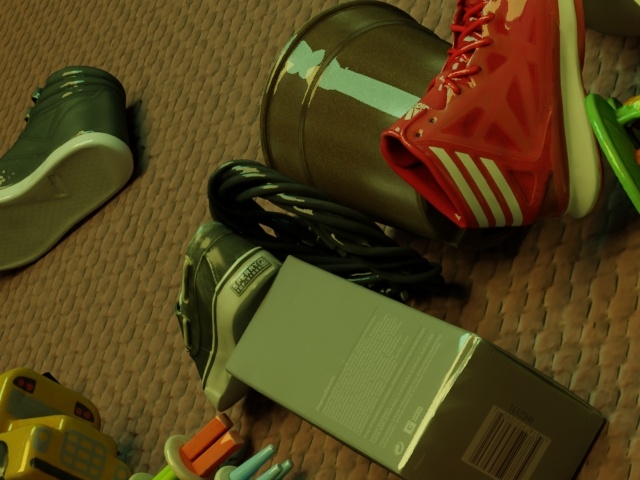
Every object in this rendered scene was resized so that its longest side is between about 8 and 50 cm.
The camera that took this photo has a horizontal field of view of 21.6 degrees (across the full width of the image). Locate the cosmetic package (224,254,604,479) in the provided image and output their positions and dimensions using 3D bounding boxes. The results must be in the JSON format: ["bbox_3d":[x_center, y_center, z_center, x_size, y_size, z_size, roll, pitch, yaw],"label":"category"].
[{"bbox_3d":[0.053,0.098,1.091,0.107,0.127,0.238,-60,33,-2],"label":"cosmetic package"}]

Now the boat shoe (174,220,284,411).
[{"bbox_3d":[-0.069,0.055,1.258,0.078,0.070,0.219,-41,-19,-26],"label":"boat shoe"}]

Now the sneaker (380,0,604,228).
[{"bbox_3d":[0.096,-0.113,1.053,0.087,0.128,0.221,148,109,-72],"label":"sneaker"}]

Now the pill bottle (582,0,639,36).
[{"bbox_3d":[0.165,-0.245,1.190,0.146,0.146,0.264,-57,32,6],"label":"pill bottle"}]

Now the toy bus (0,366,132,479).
[{"bbox_3d":[-0.293,0.203,1.440,0.333,0.108,0.130,-24,44,43],"label":"toy bus"}]

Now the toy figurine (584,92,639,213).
[{"bbox_3d":[0.257,-0.078,0.992,0.159,0.130,0.173,-32,14,17],"label":"toy figurine"}]

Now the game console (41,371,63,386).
[{"bbox_3d":[-0.273,0.298,1.473,0.213,0.044,0.361,-47,34,21],"label":"game console"}]

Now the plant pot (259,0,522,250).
[{"bbox_3d":[0.069,-0.073,1.190,0.165,0.167,0.167,28,89,51],"label":"plant pot"}]

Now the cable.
[{"bbox_3d":[0.000,0.000,1.189,0.150,0.184,0.047,10,70,62],"label":"cable"}]

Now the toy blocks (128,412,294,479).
[{"bbox_3d":[-0.082,0.184,1.282,0.148,0.054,0.123,-43,34,24],"label":"toy blocks"}]

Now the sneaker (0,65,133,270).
[{"bbox_3d":[-0.303,-0.077,1.772,0.296,0.104,0.147,-30,40,31],"label":"sneaker"}]

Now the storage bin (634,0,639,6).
[{"bbox_3d":[0.296,-0.205,0.905,0.262,0.123,0.260,-29,36,2],"label":"storage bin"}]
